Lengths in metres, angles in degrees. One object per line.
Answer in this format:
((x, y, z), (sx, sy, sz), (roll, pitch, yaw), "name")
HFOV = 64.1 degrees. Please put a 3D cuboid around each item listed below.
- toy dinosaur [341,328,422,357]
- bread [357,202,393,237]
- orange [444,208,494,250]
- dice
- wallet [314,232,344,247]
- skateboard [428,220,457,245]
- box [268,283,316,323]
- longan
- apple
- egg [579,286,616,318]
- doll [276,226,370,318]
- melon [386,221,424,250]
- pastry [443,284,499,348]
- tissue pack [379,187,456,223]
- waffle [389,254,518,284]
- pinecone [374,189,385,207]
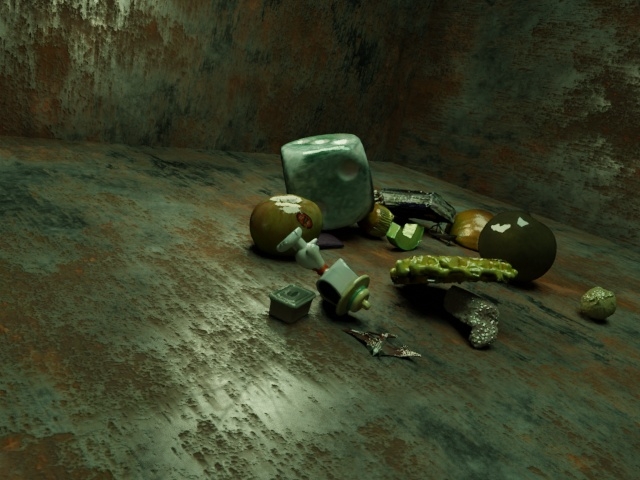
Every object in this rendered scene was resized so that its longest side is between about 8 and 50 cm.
((0.149, 0.257, 1.284), (0.220, 0.032, 0.108), (18, 21, 22), "toy dinosaur")
((0.230, -0.095, 2.219), (0.114, 0.132, 0.190), (20, 11, -27), "bread")
((0.745, -0.031, 2.468), (0.274, 0.274, 0.310), (12, 49, -2), "orange")
((0.026, -0.247, 2.103), (0.348, 0.330, 0.328), (-9, 22, -5), "dice")
((0.000, -0.001, 1.958), (0.166, 0.030, 0.111), (-2, 22, -40), "wallet")
((0.565, -0.036, 2.371), (0.067, 0.080, 0.151), (-11, 27, -39), "skateboard")
((-0.077, 0.166, 1.350), (0.089, 0.062, 0.122), (21, 19, 24), "box")
((0.772, 0.021, 2.022), (0.297, 0.297, 0.297), (12, 18, -4), "longan")
((-0.120, -0.053, 1.773), (0.260, 0.194, 0.261), (9, 18, -3), "apple")
((0.987, 0.223, 1.820), (0.140, 0.116, 0.118), (3, -7, -40), "egg")
((0.008, 0.088, 1.407), (0.144, 0.271, 0.208), (-47, 21, -21), "doll")
((0.347, -0.020, 2.127), (0.064, 0.118, 0.209), (11, 0, 42), "melon")
((0.445, 0.208, 1.506), (0.102, 0.112, 0.265), (16, 17, -15), "pastry")
((0.463, -0.161, 2.479), (0.332, 0.123, 0.245), (12, -11, 46), "tissue pack")
((0.412, 0.101, 1.620), (0.382, 0.095, 0.379), (1, -7, 7), "waffle")
((0.231, -0.164, 2.429), (0.173, 0.174, 0.173), (12, 18, -4), "pinecone")
